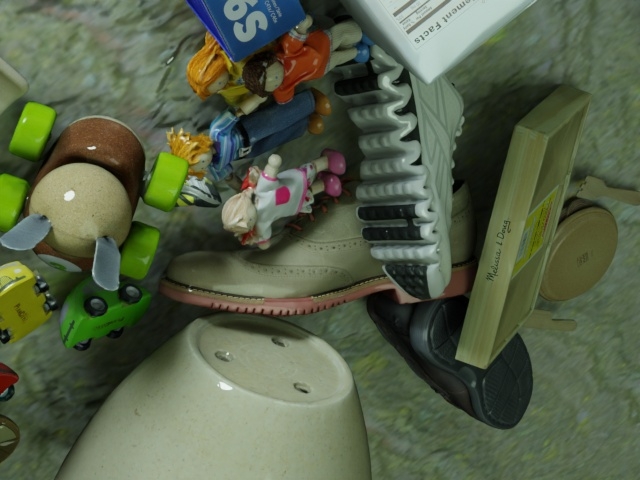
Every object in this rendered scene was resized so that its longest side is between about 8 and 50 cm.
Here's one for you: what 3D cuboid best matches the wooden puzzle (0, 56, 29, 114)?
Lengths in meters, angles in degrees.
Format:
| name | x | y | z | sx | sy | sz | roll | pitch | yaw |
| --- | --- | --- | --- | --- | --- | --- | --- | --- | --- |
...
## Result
| name | x | y | z | sx | sy | sz | roll | pitch | yaw |
| --- | --- | --- | --- | --- | --- | --- | --- | --- | --- |
| wooden puzzle | -0.392 | -0.106 | 1.382 | 0.239 | 0.044 | 0.221 | -42 | 134 | 5 |

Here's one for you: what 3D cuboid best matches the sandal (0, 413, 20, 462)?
| name | x | y | z | sx | sy | sz | roll | pitch | yaw |
| --- | --- | --- | --- | --- | --- | --- | --- | --- | --- |
| sandal | -0.383 | 0.211 | 1.638 | 0.180 | 0.049 | 0.072 | -27 | 133 | 12 |

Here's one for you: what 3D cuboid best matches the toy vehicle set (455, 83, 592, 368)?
| name | x | y | z | sx | sy | sz | roll | pitch | yaw |
| --- | --- | --- | --- | --- | --- | --- | --- | --- | --- |
| toy vehicle set | 0.212 | -0.015 | 1.724 | 0.166 | 0.035 | 0.266 | -37 | 143 | -60 |

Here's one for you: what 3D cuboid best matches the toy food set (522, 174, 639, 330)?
| name | x | y | z | sx | sy | sz | roll | pitch | yaw |
| --- | --- | --- | --- | --- | --- | --- | --- | --- | --- |
| toy food set | 0.283 | 0.011 | 1.881 | 0.132 | 0.038 | 0.192 | 10 | 112 | -43 |

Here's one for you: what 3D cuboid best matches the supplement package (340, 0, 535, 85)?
| name | x | y | z | sx | sy | sz | roll | pitch | yaw |
| --- | --- | --- | --- | --- | --- | --- | --- | --- | --- |
| supplement package | 0.063 | -0.301 | 1.331 | 0.198 | 0.199 | 0.262 | -39 | 111 | 2 |

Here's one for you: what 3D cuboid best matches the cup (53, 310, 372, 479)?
| name | x | y | z | sx | sy | sz | roll | pitch | yaw |
| --- | --- | --- | --- | --- | --- | --- | --- | --- | --- |
| cup | -0.084 | 0.210 | 1.622 | 0.331 | 0.331 | 0.237 | 3 | 118 | -32 |

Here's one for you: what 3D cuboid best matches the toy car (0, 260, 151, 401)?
| name | x | y | z | sx | sy | sz | roll | pitch | yaw |
| --- | --- | --- | --- | --- | --- | --- | --- | --- | --- |
| toy car | -0.261 | 0.079 | 1.570 | 0.225 | 0.053 | 0.239 | -19 | 150 | -44 |

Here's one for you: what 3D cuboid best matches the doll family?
| name | x | y | z | sx | sy | sz | roll | pitch | yaw |
| --- | --- | --- | --- | --- | --- | --- | --- | --- | --- |
| doll family | -0.061 | -0.118 | 1.532 | 0.163 | 0.118 | 0.263 | -24 | 142 | -34 |

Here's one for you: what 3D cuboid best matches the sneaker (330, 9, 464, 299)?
| name | x | y | z | sx | sy | sz | roll | pitch | yaw |
| --- | --- | --- | --- | --- | --- | --- | --- | --- | --- |
| sneaker | 0.093 | -0.087 | 1.589 | 0.118 | 0.110 | 0.292 | -21 | 107 | -34 |

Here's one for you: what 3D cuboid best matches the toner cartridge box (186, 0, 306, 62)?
| name | x | y | z | sx | sy | sz | roll | pitch | yaw |
| --- | --- | --- | --- | --- | --- | --- | --- | --- | --- |
| toner cartridge box | -0.130 | -0.316 | 1.288 | 0.075 | 0.165 | 0.347 | -33 | 135 | -5 |

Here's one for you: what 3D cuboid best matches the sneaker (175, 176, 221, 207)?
| name | x | y | z | sx | sy | sz | roll | pitch | yaw |
| --- | --- | --- | --- | --- | --- | --- | --- | --- | --- |
| sneaker | -0.134 | -0.046 | 1.595 | 0.083 | 0.031 | 0.035 | 20 | 126 | -35 |

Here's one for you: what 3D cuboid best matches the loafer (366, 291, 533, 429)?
| name | x | y | z | sx | sy | sz | roll | pitch | yaw |
| --- | --- | --- | --- | --- | --- | --- | --- | --- | --- |
| loafer | 0.150 | 0.122 | 1.862 | 0.302 | 0.095 | 0.109 | 44 | 68 | -53 |

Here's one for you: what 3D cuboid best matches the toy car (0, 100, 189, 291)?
| name | x | y | z | sx | sy | sz | roll | pitch | yaw |
| --- | --- | --- | --- | --- | --- | --- | --- | --- | --- |
| toy car | -0.211 | -0.013 | 1.428 | 0.155 | 0.188 | 0.149 | 20 | 115 | -10 |

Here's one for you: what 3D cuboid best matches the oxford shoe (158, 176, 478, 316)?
| name | x | y | z | sx | sy | sz | roll | pitch | yaw |
| --- | --- | --- | --- | --- | --- | --- | --- | --- | --- |
| oxford shoe | 0.000 | 0.000 | 1.670 | 0.348 | 0.123 | 0.130 | -7 | 103 | -28 |
